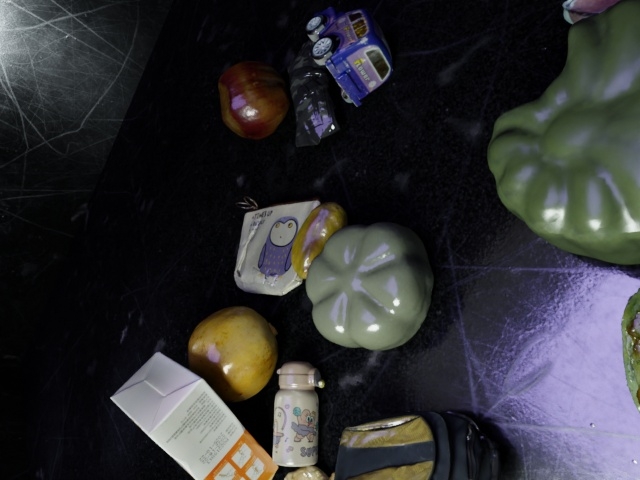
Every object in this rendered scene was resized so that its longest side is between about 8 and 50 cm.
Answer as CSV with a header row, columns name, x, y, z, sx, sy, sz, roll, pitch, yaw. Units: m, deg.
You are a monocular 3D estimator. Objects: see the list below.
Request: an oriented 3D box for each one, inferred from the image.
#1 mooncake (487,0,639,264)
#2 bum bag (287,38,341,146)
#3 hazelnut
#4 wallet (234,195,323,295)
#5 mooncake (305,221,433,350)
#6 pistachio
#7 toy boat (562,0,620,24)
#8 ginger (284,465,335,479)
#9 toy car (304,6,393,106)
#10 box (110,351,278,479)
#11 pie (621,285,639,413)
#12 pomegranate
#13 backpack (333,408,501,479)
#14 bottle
name,x,y,z,sx,sy,sz,roll,pitch,yaw
mooncake,0.413,-0.136,0.613,0.351,0.187,0.351,-17,64,40
bum bag,-0.027,-0.399,1.225,0.144,0.095,0.340,-20,65,31
hazelnut,-0.185,-0.399,1.318,0.217,0.217,0.251,-52,31,21
wallet,-0.132,0.007,1.221,0.335,0.068,0.274,-3,74,44
mooncake,0.092,0.089,0.916,0.275,0.135,0.274,-15,66,38
pistachio,-0.003,0.001,1.060,0.110,0.100,0.189,24,94,43
toy boat,0.496,-0.379,0.694,0.155,0.085,0.227,-58,33,4
ginger,0.043,0.476,0.885,0.288,0.075,0.089,-8,93,40
toy car,0.075,-0.459,1.097,0.158,0.172,0.235,-27,55,19
box,-0.276,0.436,1.037,0.225,0.341,0.143,7,46,47
pie,0.492,0.137,0.488,0.323,0.071,0.322,-3,85,37
pomegranate,-0.211,0.274,1.107,0.233,0.233,0.233,-17,66,42
backpack,0.160,0.371,0.743,0.258,0.133,0.206,-26,32,29
bottle,-0.046,0.370,0.996,0.110,0.097,0.209,-5,72,21
